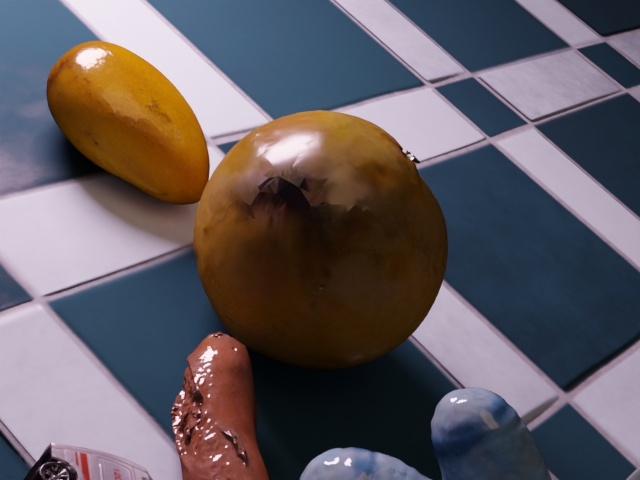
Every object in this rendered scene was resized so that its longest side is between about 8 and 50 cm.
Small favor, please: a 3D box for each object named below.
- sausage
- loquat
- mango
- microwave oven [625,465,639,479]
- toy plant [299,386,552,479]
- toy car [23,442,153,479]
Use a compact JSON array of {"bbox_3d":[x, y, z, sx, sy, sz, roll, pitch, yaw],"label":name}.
[{"bbox_3d":[-0.072,0.208,1.072,0.087,0.079,0.326,-6,45,-16],"label":"sausage"},{"bbox_3d":[0.000,0.000,1.270,0.263,0.263,0.263,21,35,-15],"label":"loquat"},{"bbox_3d":[-0.204,-0.124,1.382,0.219,0.112,0.145,47,34,3],"label":"mango"},{"bbox_3d":[0.498,0.264,1.301,0.295,0.237,0.181,2,44,-38],"label":"microwave oven"},{"bbox_3d":[0.136,0.260,1.045,0.332,0.247,0.247,26,33,-3],"label":"toy plant"},{"bbox_3d":[-0.169,0.252,0.930,0.108,0.089,0.209,18,32,-28],"label":"toy car"}]
